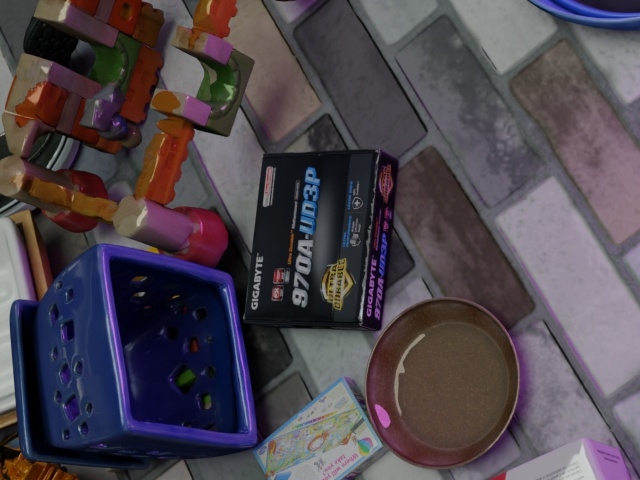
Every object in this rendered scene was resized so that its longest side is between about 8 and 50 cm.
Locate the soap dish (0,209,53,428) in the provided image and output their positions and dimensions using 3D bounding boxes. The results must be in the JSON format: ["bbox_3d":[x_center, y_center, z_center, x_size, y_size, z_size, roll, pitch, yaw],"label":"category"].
[{"bbox_3d":[-0.457,0.130,1.966,0.228,0.118,0.291,-22,66,11],"label":"soap dish"}]

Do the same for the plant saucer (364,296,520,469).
[{"bbox_3d":[0.144,0.165,1.651,0.198,0.036,0.199,-9,72,30],"label":"plant saucer"}]

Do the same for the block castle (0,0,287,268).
[{"bbox_3d":[-0.207,-0.208,1.865,0.303,0.213,0.453,16,86,32],"label":"block castle"}]

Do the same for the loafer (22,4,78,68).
[{"bbox_3d":[-0.381,-0.280,2.010,0.076,0.223,0.078,-3,67,-15],"label":"loafer"}]

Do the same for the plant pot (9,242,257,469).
[{"bbox_3d":[-0.241,0.159,1.746,0.212,0.236,0.236,-24,66,32],"label":"plant pot"}]

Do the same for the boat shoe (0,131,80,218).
[{"bbox_3d":[-0.492,-0.078,2.030,0.335,0.119,0.121,-39,55,0],"label":"boat shoe"}]

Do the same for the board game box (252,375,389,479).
[{"bbox_3d":[0.000,0.251,1.724,0.154,0.026,0.103,-40,60,17],"label":"board game box"}]

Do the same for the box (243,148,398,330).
[{"bbox_3d":[0.000,0.000,1.775,0.175,0.051,0.220,0,78,32],"label":"box"}]

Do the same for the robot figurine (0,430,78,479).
[{"bbox_3d":[-0.416,0.338,1.864,0.291,0.085,0.211,1,62,60],"label":"robot figurine"}]

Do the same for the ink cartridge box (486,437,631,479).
[{"bbox_3d":[0.256,0.371,1.480,0.197,0.114,0.273,-29,63,22],"label":"ink cartridge box"}]

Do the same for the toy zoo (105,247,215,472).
[{"bbox_3d":[-0.243,0.135,1.905,0.192,0.030,0.293,-30,64,22],"label":"toy zoo"}]

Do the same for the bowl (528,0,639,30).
[{"bbox_3d":[0.367,-0.423,1.633,0.391,0.077,0.391,-7,75,29],"label":"bowl"}]
